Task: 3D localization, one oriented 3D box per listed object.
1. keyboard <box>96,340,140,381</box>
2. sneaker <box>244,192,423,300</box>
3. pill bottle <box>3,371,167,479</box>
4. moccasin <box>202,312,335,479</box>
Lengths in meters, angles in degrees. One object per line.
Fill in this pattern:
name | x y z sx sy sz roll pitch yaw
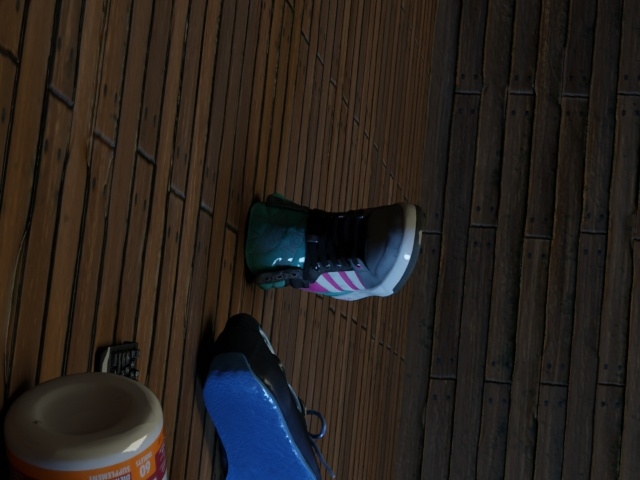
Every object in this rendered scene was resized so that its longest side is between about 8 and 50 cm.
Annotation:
keyboard | -0.184 0.184 1.450 0.108 0.023 0.180 -3 97 -80
sneaker | 0.000 0.000 1.948 0.295 0.178 0.124 149 -50 -66
pill bottle | -0.177 0.224 1.232 0.121 0.121 0.221 -66 158 -61
moccasin | -0.053 0.221 1.874 0.342 0.137 0.117 84 10 -47
